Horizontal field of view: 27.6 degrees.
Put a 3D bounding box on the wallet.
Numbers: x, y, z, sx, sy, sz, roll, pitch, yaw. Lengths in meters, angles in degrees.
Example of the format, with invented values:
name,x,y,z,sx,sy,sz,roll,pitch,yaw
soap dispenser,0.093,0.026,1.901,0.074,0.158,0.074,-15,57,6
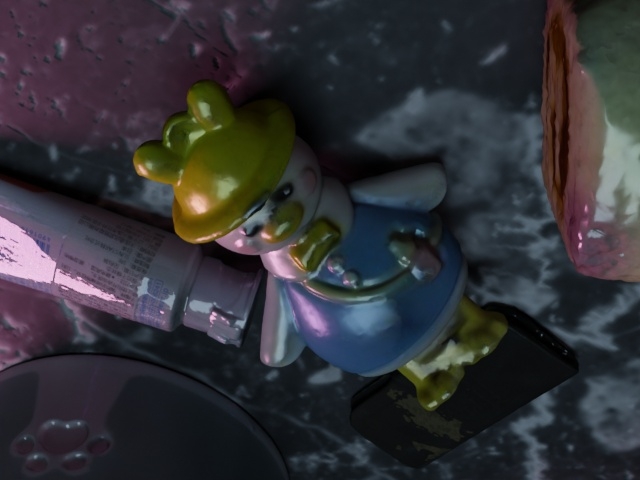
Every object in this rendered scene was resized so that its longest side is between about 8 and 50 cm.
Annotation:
name,x,y,z,sx,sy,sz,roll,pitch,yaw
wallet,0.091,0.100,0.873,0.082,0.018,0.156,36,127,-23

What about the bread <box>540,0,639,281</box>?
name,x,y,z,sx,sy,sz,roll,pitch,yaw
bread,0.273,-0.053,0.604,0.338,0.187,0.155,4,107,4

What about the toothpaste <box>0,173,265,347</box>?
name,x,y,z,sx,sy,sz,roll,pitch,yaw
toothpaste,-0.152,0.007,0.802,0.234,0.057,0.089,17,130,0

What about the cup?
name,x,y,z,sx,sy,sz,roll,pitch,yaw
cup,-0.203,0.282,0.901,0.356,0.275,0.259,-26,123,25

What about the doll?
name,x,y,z,sx,sy,sz,roll,pitch,yaw
doll,0.000,0.001,0.745,0.241,0.099,0.135,38,131,-26
